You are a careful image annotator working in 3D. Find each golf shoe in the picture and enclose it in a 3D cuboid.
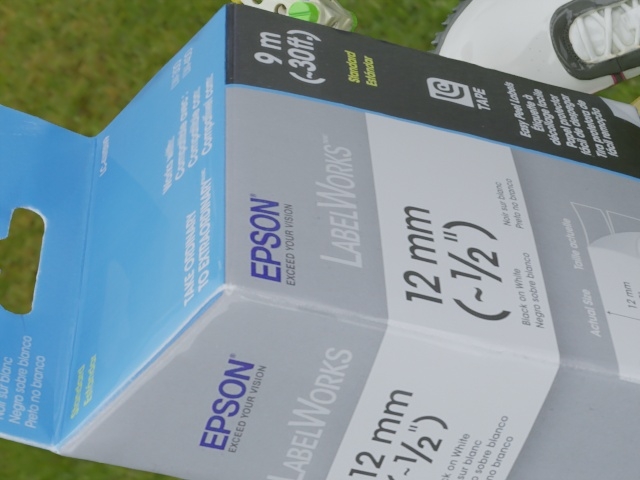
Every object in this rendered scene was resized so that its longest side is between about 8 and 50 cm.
[{"bbox_3d":[0.195,-0.154,1.083,0.273,0.105,0.120,-27,10,-17],"label":"golf shoe"}]

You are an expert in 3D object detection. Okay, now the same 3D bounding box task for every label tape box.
[{"bbox_3d":[0.000,0.000,0.753,0.249,0.348,0.115,-94,22,-55],"label":"label tape box"}]

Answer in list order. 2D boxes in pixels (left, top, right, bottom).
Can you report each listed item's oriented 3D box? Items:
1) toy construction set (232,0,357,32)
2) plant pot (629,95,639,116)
[{"bbox_3d":[-0.084,-0.208,1.854,0.215,0.151,0.327,51,127,15],"label":"toy construction set"},{"bbox_3d":[0.200,-0.035,0.922,0.083,0.081,0.081,-31,64,45],"label":"plant pot"}]
